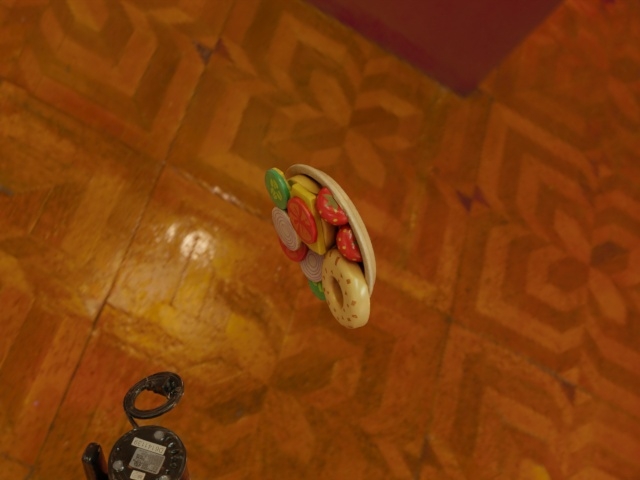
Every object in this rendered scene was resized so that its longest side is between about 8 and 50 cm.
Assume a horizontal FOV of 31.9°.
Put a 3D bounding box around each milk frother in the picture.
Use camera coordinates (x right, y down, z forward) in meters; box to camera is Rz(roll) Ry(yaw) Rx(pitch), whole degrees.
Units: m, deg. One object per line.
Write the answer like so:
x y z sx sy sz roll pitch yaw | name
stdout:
-0.180 0.241 1.245 0.129 0.135 0.143 30 59 22 | milk frother

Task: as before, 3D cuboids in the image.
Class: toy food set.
0.000 0.000 0.574 0.020 0.083 0.082 -27 37 -22 | toy food set
